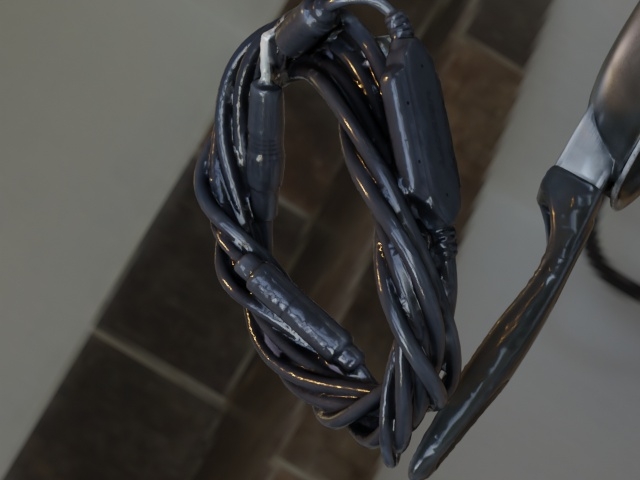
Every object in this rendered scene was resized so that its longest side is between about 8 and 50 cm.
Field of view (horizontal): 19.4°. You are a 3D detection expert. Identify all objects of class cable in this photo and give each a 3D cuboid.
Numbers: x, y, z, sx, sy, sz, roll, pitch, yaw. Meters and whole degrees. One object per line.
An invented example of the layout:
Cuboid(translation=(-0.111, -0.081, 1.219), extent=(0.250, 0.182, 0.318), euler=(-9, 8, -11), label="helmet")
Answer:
Cuboid(translation=(0.000, 0.000, 0.734), extent=(0.047, 0.184, 0.150), euler=(-11, -2, -37), label="cable")

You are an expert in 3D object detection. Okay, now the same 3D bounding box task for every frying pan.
Cuboid(translation=(0.137, -0.047, 0.805), extent=(0.326, 0.053, 0.197), euler=(-54, -13, 8), label="frying pan")
